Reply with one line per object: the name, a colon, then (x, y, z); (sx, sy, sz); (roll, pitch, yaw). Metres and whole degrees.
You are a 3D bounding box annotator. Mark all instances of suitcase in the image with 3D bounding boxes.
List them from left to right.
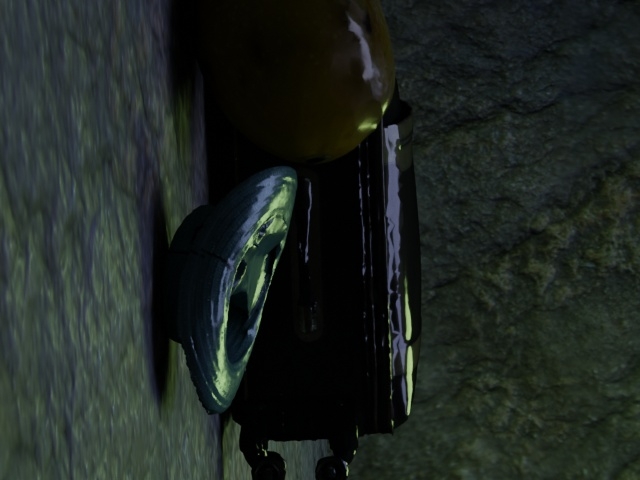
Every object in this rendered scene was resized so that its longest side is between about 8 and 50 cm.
suitcase: (0.000, 0.000, 1.624); (0.283, 0.194, 0.433); (-78, 165, -79)

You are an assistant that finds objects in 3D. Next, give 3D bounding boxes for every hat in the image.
hat: (-0.079, 0.029, 1.218); (0.138, 0.078, 0.191); (48, 58, -73)

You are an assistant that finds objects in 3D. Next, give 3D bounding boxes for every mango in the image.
mango: (-0.039, -0.204, 1.396); (0.176, 0.176, 0.329); (-58, -143, 28)
